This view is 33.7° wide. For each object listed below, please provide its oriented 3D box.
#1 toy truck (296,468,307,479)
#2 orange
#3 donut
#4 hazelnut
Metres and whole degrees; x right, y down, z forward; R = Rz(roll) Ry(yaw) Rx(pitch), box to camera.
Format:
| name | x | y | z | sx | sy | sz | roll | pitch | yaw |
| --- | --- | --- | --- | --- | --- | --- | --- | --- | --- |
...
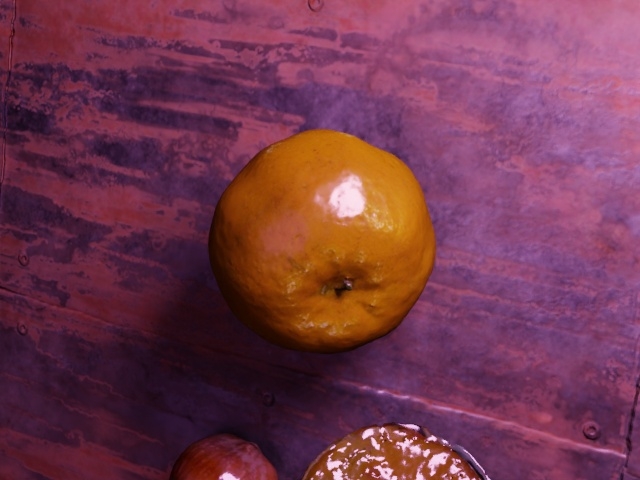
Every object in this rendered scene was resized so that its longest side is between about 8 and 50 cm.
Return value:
| name | x | y | z | sx | sy | sz | roll | pitch | yaw |
| --- | --- | --- | --- | --- | --- | --- | --- | --- | --- |
| toy truck | 0.029 | 0.395 | 1.404 | 0.192 | 0.092 | 0.083 | 46 | 114 | 14 |
| orange | 0.000 | 0.000 | 1.273 | 0.279 | 0.235 | 0.279 | -5 | 121 | -8 |
| donut | 0.095 | 0.364 | 1.304 | 0.271 | 0.107 | 0.272 | 1 | 62 | -1 |
| hazelnut | -0.134 | 0.337 | 1.463 | 0.154 | 0.143 | 0.143 | 32 | 111 | 37 |
